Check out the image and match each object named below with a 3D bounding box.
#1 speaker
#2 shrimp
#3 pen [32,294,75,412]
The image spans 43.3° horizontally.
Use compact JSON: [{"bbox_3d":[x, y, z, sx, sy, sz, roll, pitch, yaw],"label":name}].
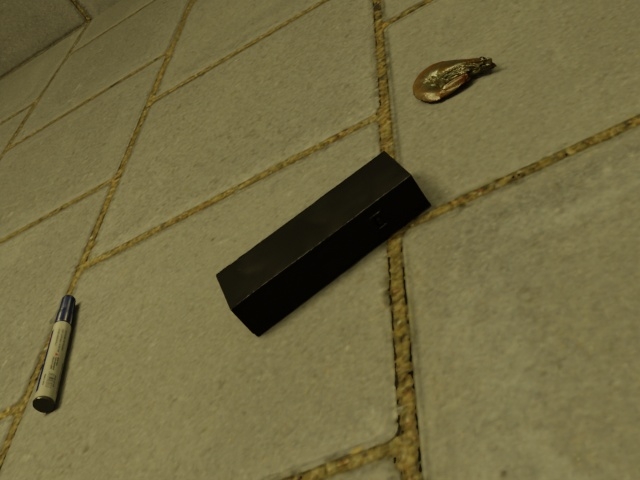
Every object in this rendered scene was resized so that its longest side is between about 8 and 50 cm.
[{"bbox_3d":[0.000,0.000,0.813,0.218,0.044,0.082,-37,30,0],"label":"speaker"},{"bbox_3d":[0.151,-0.185,0.930,0.108,0.023,0.059,0,56,45],"label":"shrimp"},{"bbox_3d":[-0.323,0.132,0.987,0.025,0.025,0.204,-31,31,11],"label":"pen"}]
